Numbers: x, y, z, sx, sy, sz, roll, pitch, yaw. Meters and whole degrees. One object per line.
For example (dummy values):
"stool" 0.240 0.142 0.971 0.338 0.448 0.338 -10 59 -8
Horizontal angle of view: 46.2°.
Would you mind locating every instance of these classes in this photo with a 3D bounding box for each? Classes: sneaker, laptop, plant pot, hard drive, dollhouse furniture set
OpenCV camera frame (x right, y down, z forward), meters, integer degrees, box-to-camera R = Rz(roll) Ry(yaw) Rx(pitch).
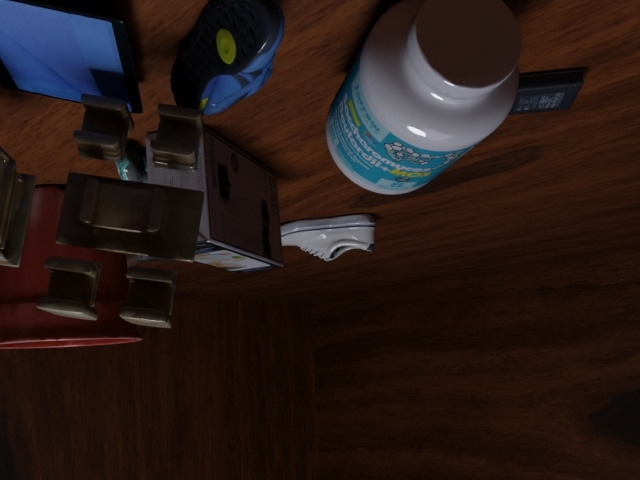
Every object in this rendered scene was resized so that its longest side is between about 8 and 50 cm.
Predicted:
"sneaker" -0.074 -0.181 0.717 0.082 0.069 0.209 -19 177 -31
"sneaker" 0.000 0.000 1.694 0.258 0.091 0.094 -8 169 25
"laptop" -0.318 -0.122 0.705 0.264 0.136 0.234 -44 179 -14
"plant pot" -0.458 0.052 1.332 0.273 0.265 0.272 -4 170 -1
"sneaker" -0.250 -0.109 1.115 0.076 0.065 0.166 -21 172 4
"hard drive" 0.245 -0.179 0.928 0.135 0.022 0.094 -5 170 7
"dollhouse furniture set" -0.247 -0.026 0.783 0.242 0.212 0.161 8 168 -5

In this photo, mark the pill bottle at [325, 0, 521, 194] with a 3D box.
"pill bottle" 0.097 -0.142 0.731 0.146 0.146 0.264 -2 170 -10

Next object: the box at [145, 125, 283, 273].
"box" -0.149 -0.051 1.130 0.087 0.169 0.290 -8 168 15

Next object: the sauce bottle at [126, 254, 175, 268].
"sauce bottle" -0.477 0.019 1.611 0.345 0.111 0.111 -5 170 2
